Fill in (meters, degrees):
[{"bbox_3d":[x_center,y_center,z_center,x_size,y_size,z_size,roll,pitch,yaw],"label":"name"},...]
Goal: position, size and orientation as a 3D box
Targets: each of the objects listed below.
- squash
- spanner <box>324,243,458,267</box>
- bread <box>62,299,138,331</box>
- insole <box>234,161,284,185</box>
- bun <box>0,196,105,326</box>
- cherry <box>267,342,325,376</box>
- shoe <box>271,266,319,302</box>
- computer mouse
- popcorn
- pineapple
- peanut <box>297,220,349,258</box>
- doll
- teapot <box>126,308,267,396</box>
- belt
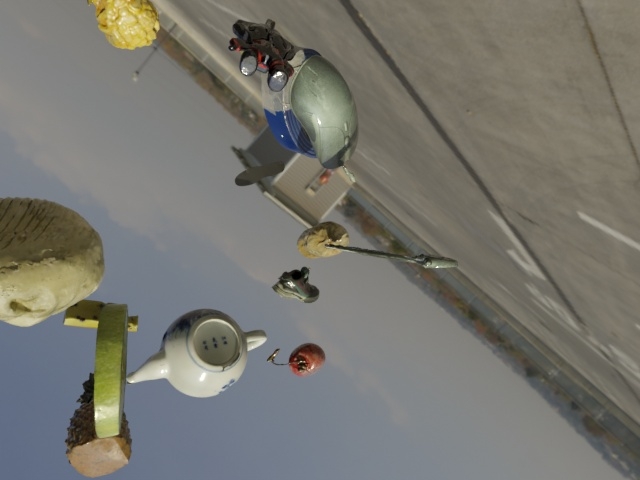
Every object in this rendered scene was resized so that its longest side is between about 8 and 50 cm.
[{"bbox_3d":[-0.401,0.251,1.008,0.048,0.252,0.252,0,-158,-17],"label":"squash"},{"bbox_3d":[0.144,0.032,1.128,0.325,0.026,0.093,7,-177,36],"label":"spanner"},{"bbox_3d":[-0.705,0.242,1.682,0.226,0.049,0.088,10,-134,-26],"label":"bread"},{"bbox_3d":[-0.208,-0.231,1.784,0.004,0.188,0.064,47,150,46],"label":"insole"},{"bbox_3d":[-0.676,0.045,1.141,0.362,0.235,0.326,-7,-140,-36],"label":"bun"},{"bbox_3d":[-0.055,0.326,1.435,0.225,0.107,0.090,35,-145,-60],"label":"cherry"},{"bbox_3d":[-0.058,0.122,1.527,0.169,0.099,0.071,13,-164,-41],"label":"shoe"},{"bbox_3d":[0.043,-0.292,1.336,0.090,0.167,0.379,25,152,44],"label":"computer mouse"},{"bbox_3d":[-0.502,-0.579,1.330,0.170,0.180,0.180,-2,-144,-40],"label":"popcorn"},{"bbox_3d":[-0.732,0.586,1.719,0.202,0.202,0.362,38,-170,-35],"label":"pineapple"},{"bbox_3d":[0.000,0.000,1.332,0.099,0.099,0.214,41,166,-14],"label":"peanut"},{"bbox_3d":[-0.109,-0.359,0.977,0.127,0.088,0.249,46,-158,-37],"label":"doll"},{"bbox_3d":[-0.349,0.336,1.529,0.424,0.280,0.252,-10,-110,-36],"label":"teapot"},{"bbox_3d":[-0.063,-0.422,1.605,0.117,0.212,0.347,29,145,41],"label":"belt"}]
